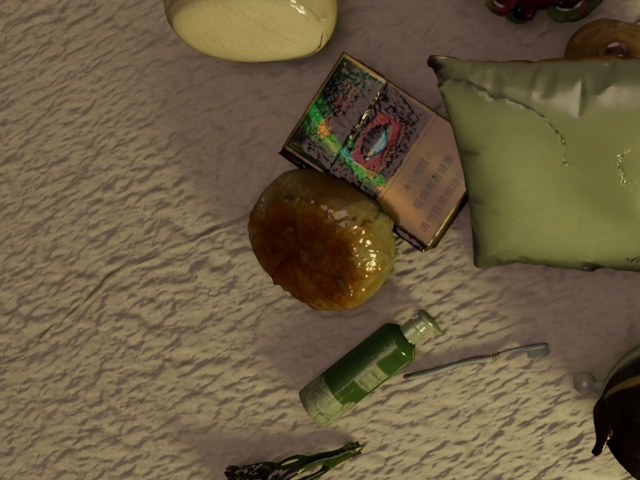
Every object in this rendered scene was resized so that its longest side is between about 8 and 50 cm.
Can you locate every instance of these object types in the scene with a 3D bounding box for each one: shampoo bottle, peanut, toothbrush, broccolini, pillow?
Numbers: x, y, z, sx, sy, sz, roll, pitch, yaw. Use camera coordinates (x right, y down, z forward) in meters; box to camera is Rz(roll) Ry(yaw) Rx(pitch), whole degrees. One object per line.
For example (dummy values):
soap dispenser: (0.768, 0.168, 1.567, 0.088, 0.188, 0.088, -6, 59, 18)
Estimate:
shampoo bottle: (0.067, 0.164, 1.207, 0.204, 0.065, 0.065, -40, 80, 13)
peanut: (0.390, -0.169, 1.082, 0.236, 0.110, 0.120, 44, 93, 10)
toothbrush: (0.200, 0.159, 1.190, 0.193, 0.013, 0.019, -14, 95, 15)
broccolini: (-0.034, 0.318, 1.254, 0.201, 0.058, 0.073, -20, 99, 0)
pillow: (0.297, -0.080, 1.042, 0.313, 0.119, 0.310, 1, 132, 24)

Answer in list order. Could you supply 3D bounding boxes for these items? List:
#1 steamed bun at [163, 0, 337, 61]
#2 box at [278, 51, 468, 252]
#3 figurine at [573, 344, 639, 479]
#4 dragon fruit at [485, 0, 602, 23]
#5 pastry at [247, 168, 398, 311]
steamed bun: (-0.089, -0.319, 1.191, 0.228, 0.177, 0.130, 1, 70, 21)
box: (0.089, -0.115, 1.191, 0.240, 0.071, 0.159, 35, 102, 12)
figurine: (0.483, 0.197, 1.036, 0.370, 0.167, 0.281, -1, 120, 8)
dragon fruit: (0.282, -0.383, 1.076, 0.198, 0.218, 0.272, 31, 95, -24)
pastry: (0.000, 0.000, 1.173, 0.193, 0.093, 0.182, 33, 133, 15)
